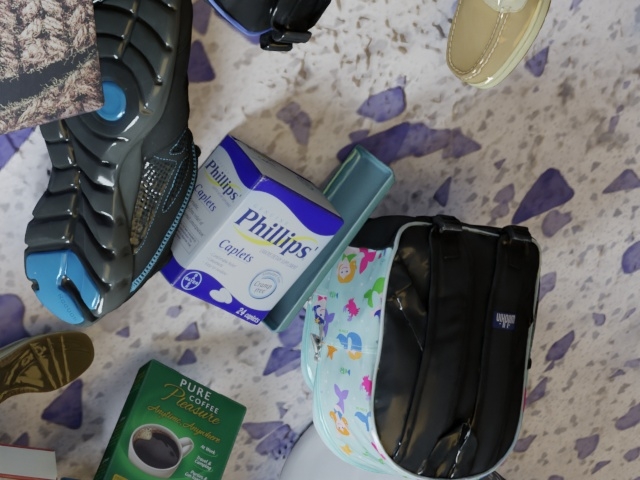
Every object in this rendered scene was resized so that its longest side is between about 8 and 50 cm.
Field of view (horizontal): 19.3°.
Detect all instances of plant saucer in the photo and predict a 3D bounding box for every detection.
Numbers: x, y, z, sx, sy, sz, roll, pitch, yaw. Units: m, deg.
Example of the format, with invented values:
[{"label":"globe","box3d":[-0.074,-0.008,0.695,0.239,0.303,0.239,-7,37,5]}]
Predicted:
[{"label":"plant saucer","box3d":[0.000,0.000,1.801,0.018,0.067,0.192,32,96,-43]}]

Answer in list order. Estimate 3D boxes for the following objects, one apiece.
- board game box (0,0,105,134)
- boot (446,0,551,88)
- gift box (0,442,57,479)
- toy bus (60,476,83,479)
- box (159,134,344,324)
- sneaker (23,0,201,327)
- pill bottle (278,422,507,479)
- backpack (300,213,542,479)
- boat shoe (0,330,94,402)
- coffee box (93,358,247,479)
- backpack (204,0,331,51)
[{"label":"board game box","box3d":[-0.296,-0.220,1.361,0.232,0.141,0.291,-17,133,-17]},{"label":"boot","box3d":[0.119,-0.262,1.660,0.203,0.095,0.262,2,122,-37]},{"label":"gift box","box3d":[-0.380,0.304,1.682,0.276,0.258,0.255,15,119,-20]},{"label":"toy bus","box3d":[-0.221,0.344,1.858,0.104,0.191,0.202,10,80,-2]},{"label":"box","box3d":[-0.072,-0.008,1.759,0.137,0.072,0.126,-50,137,11]},{"label":"sneaker","box3d":[-0.167,-0.097,1.612,0.139,0.125,0.341,-29,142,-53]},{"label":"pill bottle","box3d":[0.124,0.332,2.082,0.210,0.210,0.363,-43,138,4]},{"label":"backpack","box3d":[0.095,0.109,1.850,0.225,0.191,0.253,7,83,-39]},{"label":"boat shoe","box3d":[-0.284,0.120,1.745,0.153,0.048,0.056,-25,113,-25]},{"label":"coffee box","box3d":[-0.152,0.219,1.809,0.113,0.184,0.040,27,152,-16]},{"label":"backpack","box3d":[-0.043,-0.323,1.414,0.263,0.213,0.276,-41,148,1]}]
